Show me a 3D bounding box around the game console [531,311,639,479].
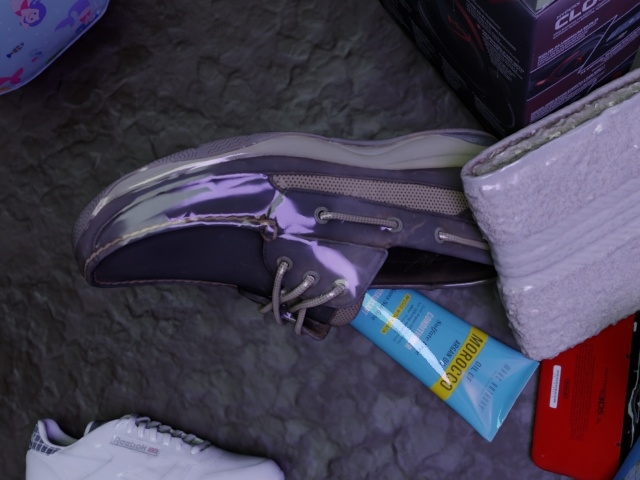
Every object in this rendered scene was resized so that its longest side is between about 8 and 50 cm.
[{"bbox_3d":[0.259,0.132,0.631,0.124,0.085,0.144,4,85,39],"label":"game console"}]

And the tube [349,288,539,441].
[{"bbox_3d":[0.082,0.079,0.642,0.207,0.052,0.080,35,84,5],"label":"tube"}]

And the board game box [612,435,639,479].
[{"bbox_3d":[0.390,0.212,0.542,0.308,0.086,0.302,32,89,-2],"label":"board game box"}]

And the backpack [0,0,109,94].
[{"bbox_3d":[-0.292,-0.238,0.613,0.225,0.253,0.191,-43,86,-1],"label":"backpack"}]

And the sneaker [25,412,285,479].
[{"bbox_3d":[-0.148,0.197,0.646,0.235,0.090,0.095,-4,76,6],"label":"sneaker"}]

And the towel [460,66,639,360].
[{"bbox_3d":[0.252,-0.037,0.560,0.282,0.049,0.187,-28,119,-6],"label":"towel"}]

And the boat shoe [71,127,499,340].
[{"bbox_3d":[0.000,0.000,0.558,0.355,0.132,0.130,-9,68,-15],"label":"boat shoe"}]

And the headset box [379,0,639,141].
[{"bbox_3d":[0.120,-0.203,0.519,0.110,0.293,0.218,-36,71,3],"label":"headset box"}]
